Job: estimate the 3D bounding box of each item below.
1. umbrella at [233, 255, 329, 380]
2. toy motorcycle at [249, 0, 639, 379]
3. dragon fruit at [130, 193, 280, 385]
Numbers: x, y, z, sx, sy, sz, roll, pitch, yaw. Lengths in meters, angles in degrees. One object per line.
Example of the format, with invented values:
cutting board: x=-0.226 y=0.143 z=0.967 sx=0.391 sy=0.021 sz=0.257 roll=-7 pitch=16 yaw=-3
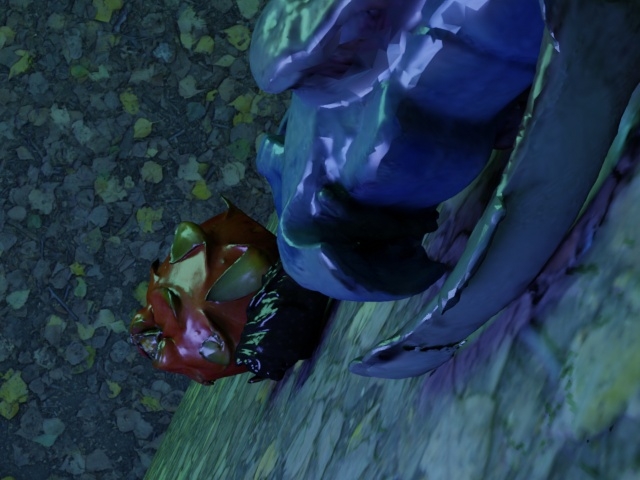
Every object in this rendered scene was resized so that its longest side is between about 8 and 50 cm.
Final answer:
umbrella: x=0.000 y=0.000 z=0.841 sx=0.326 sy=0.090 sz=0.094 roll=-65 pitch=-15 yaw=-10
toy motorcycle: x=0.039 y=-0.071 z=0.433 sx=0.319 sy=0.182 sz=0.241 roll=-55 pitch=11 yaw=42
dragon fruit: x=-0.119 y=0.077 z=0.963 sx=0.227 sy=0.224 sz=0.224 roll=-60 pitch=6 yaw=-12
